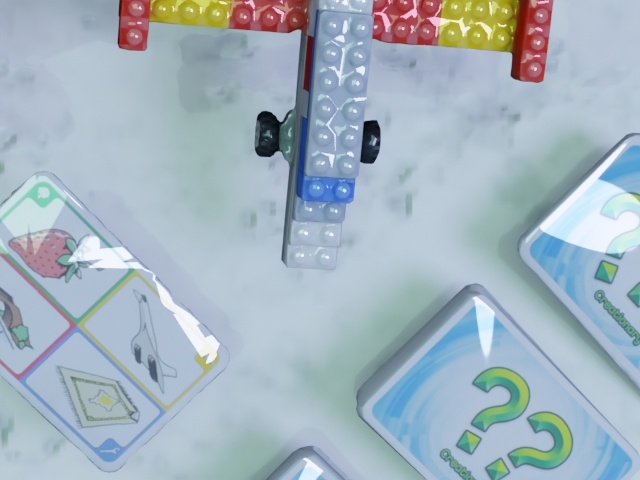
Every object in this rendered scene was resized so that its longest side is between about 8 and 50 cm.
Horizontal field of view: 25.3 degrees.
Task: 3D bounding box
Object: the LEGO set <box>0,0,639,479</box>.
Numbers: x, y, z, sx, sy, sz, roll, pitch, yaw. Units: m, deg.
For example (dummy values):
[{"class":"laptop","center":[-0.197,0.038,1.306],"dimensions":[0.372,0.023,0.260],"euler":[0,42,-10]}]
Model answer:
[{"class":"LEGO set","center":[0.000,0.000,0.375],"dimensions":[0.182,0.060,0.244],"euler":[-43,105,0]}]
